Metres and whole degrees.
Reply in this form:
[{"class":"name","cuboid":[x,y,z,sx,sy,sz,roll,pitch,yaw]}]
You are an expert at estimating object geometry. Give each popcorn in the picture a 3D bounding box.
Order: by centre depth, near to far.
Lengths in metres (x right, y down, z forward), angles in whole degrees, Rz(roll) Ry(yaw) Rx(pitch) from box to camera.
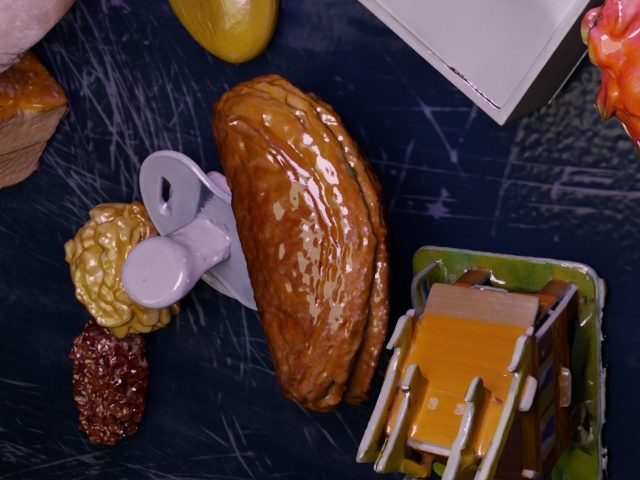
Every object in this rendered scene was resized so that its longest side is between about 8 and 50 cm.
[{"class":"popcorn","cuboid":[-0.292,0.042,1.452,0.163,0.140,0.194,-4,106,31]}]

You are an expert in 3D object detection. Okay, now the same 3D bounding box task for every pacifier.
[{"class":"pacifier","cuboid":[-0.164,0.022,1.309,0.279,0.207,0.227,36,141,17]}]

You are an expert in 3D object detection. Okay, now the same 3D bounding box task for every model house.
[{"class":"model house","cuboid":[0.153,0.226,1.109,0.242,0.312,0.358,10,116,33]}]

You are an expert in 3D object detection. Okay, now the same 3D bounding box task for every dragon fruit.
[{"class":"dragon fruit","cuboid":[0.342,-0.142,0.870,0.227,0.224,0.224,53,130,6]}]

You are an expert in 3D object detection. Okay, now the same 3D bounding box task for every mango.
[{"class":"mango","cuboid":[-0.135,-0.325,1.209,0.137,0.091,0.238,-39,80,34]}]

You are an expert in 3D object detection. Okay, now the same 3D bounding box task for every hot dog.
[{"class":"hot dog","cuboid":[0.000,0.000,1.129,0.174,0.267,0.388,-13,96,8]}]

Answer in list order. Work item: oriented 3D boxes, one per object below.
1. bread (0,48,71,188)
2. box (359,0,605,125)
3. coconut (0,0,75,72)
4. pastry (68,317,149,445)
[{"class":"bread","cuboid":[-0.564,-0.204,1.445,0.279,0.279,0.207,46,131,8]},{"class":"box","cuboid":[0.180,-0.276,0.979,0.225,0.117,0.225,45,129,17]},{"class":"coconut","cuboid":[-0.470,-0.396,1.256,0.415,0.415,0.345,43,134,12]},{"class":"pastry","cuboid":[-0.328,0.220,1.578,0.115,0.097,0.209,19,119,35]}]
